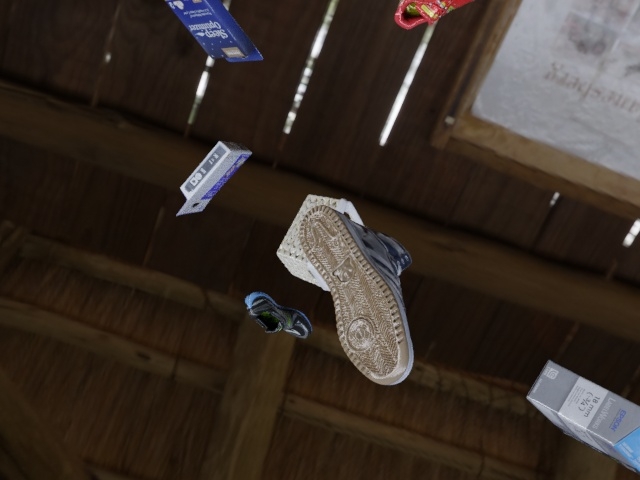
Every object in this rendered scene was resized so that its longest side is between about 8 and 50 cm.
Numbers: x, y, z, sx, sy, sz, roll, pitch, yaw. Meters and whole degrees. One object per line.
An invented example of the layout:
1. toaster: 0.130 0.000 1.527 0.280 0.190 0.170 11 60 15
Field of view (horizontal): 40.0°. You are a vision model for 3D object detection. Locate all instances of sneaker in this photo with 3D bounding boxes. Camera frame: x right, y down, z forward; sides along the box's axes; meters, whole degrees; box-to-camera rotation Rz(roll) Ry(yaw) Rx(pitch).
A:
1. sneaker: 0.082 0.079 1.224 0.153 0.099 0.282 22 -145 -50
2. sneaker: 0.269 -0.525 1.919 0.107 0.279 0.118 41 -116 -22
3. sneaker: -0.096 0.182 1.967 0.188 0.067 0.078 32 -142 -38

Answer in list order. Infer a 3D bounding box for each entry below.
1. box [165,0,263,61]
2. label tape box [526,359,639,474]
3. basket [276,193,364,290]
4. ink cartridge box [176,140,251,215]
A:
1. box: -0.235 -0.468 1.939 0.136 0.036 0.225 8 149 46
2. label tape box: 0.638 0.406 1.879 0.333 0.106 0.240 26 169 46
3. basket: 0.000 0.000 1.818 0.103 0.167 0.113 17 157 31
4. ink cartridge box: -0.272 -0.155 2.174 0.045 0.208 0.206 42 -170 4
